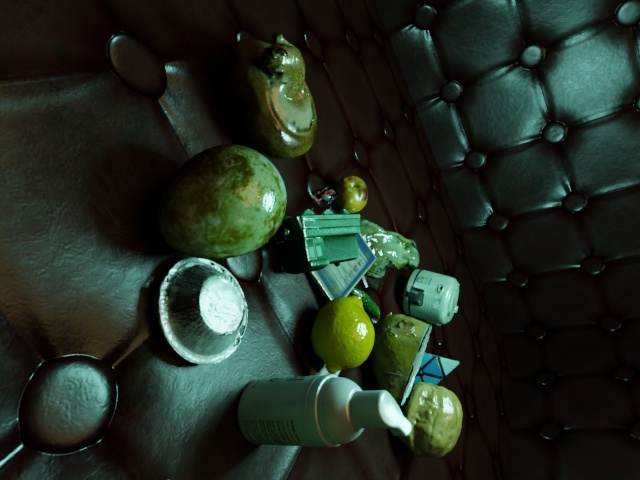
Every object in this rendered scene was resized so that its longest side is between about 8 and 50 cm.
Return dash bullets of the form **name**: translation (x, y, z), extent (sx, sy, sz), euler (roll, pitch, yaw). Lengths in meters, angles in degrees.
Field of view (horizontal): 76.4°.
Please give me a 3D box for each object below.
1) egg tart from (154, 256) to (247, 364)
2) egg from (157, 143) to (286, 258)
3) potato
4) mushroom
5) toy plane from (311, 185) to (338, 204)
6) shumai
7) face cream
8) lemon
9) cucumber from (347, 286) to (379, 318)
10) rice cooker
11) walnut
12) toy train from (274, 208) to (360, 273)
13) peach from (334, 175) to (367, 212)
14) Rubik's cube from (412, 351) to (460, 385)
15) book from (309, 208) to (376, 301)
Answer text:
- **egg tart**: translation (-0.235, 0.143, 0.859), extent (0.234, 0.094, 0.234), euler (30, 51, -46)
- **egg**: translation (-0.208, -0.075, 0.871), extent (0.289, 0.238, 0.238), euler (-36, 108, -33)
- **potato**: translation (0.256, 0.403, 1.436), extent (0.246, 0.196, 0.299), euler (30, 79, -65)
- **mushroom**: translation (-0.109, -0.398, 1.146), extent (0.345, 0.260, 0.345), euler (30, 53, -48)
- **toy plane**: translation (0.017, -0.159, 1.441), extent (0.060, 0.037, 0.145), euler (49, 35, 3)
- **shumai**: translation (0.252, 0.017, 1.581), extent (0.272, 0.204, 0.222), euler (32, 49, -43)
- **face cream**: translation (0.005, 0.359, 0.866), extent (0.145, 0.370, 0.145), euler (33, 50, -49)
- **lemon**: translation (0.066, 0.269, 1.184), extent (0.187, 0.187, 0.244), euler (44, 52, -39)
- **cucumber**: translation (0.155, 0.228, 1.456), extent (0.227, 0.069, 0.069), euler (44, 42, -42)
- **rice cooker**: translation (0.474, 0.246, 1.789), extent (0.226, 0.244, 0.226), euler (-34, 132, -49)
- **walnut**: translation (0.387, 0.646, 1.465), extent (0.257, 0.224, 0.257), euler (0, 90, -42)
- **toy train**: translation (0.000, 0.000, 1.232), extent (0.330, 0.138, 0.178), euler (-4, 82, -49)
- **peach**: translation (0.113, -0.166, 1.518), extent (0.138, 0.138, 0.138), euler (31, 51, -48)
- **Rubik's cube**: translation (0.433, 0.521, 1.595), extent (0.284, 0.234, 0.250), euler (33, 50, -48)
- **book**: translation (0.063, 0.051, 1.373), extent (0.228, 0.018, 0.322), euler (56, 42, -7)
